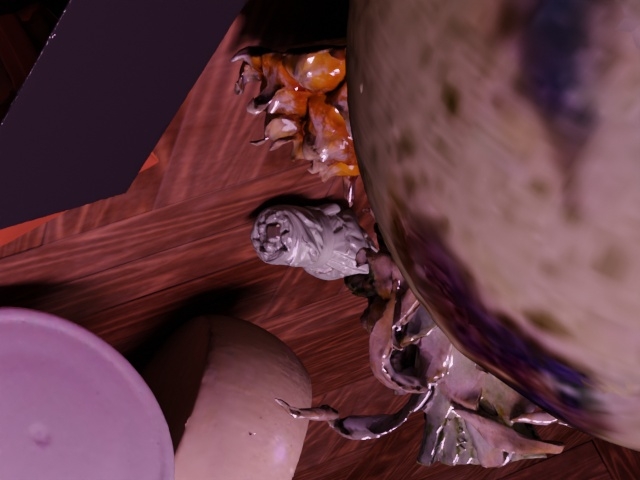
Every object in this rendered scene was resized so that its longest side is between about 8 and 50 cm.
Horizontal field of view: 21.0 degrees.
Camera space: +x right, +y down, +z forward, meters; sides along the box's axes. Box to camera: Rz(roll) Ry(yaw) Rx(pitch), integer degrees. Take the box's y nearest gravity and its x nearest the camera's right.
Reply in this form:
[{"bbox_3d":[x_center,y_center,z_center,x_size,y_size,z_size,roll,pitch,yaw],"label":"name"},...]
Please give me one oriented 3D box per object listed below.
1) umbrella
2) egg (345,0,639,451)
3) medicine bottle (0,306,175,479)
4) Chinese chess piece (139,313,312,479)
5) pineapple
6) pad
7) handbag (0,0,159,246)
[{"bbox_3d":[0.000,0.000,1.360,0.143,0.067,0.062,14,107,-55],"label":"umbrella"},{"bbox_3d":[0.195,-0.108,0.717,0.345,0.345,0.428,-6,128,-47],"label":"egg"},{"bbox_3d":[-0.270,0.216,1.271,0.256,0.256,0.325,-9,152,-42],"label":"medicine bottle"},{"bbox_3d":[-0.110,0.190,1.436,0.102,0.273,0.273,28,137,-17],"label":"Chinese chess piece"},{"bbox_3d":[0.089,0.005,1.034,0.263,0.271,0.262,-7,-174,1],"label":"pineapple"},{"bbox_3d":[-0.097,-0.098,0.900,0.170,0.006,0.245,-21,151,-55],"label":"pad"},{"bbox_3d":[-0.175,-0.057,0.964,0.127,0.062,0.190,-27,164,1],"label":"handbag"}]
